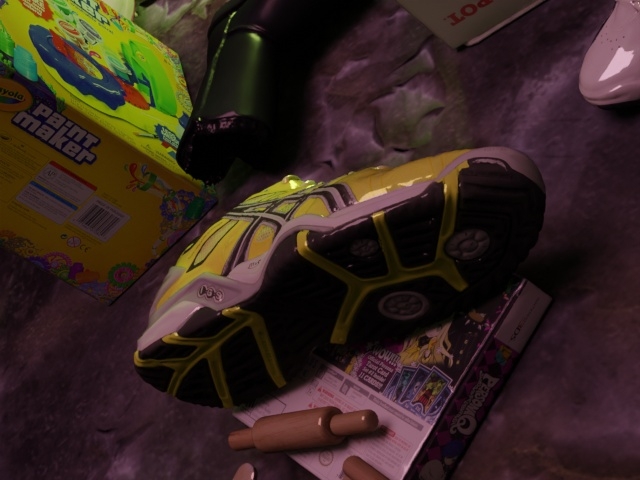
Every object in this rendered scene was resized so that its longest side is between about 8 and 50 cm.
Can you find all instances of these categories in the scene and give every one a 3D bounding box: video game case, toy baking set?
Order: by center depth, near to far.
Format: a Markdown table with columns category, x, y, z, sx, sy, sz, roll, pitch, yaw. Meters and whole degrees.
| category | x | y | z | sx | sy | sz | roll | pitch | yaw |
| --- | --- | --- | --- | --- | --- | --- | --- | --- | --- |
| toy baking set | -0.042 | 0.222 | 1.153 | 0.256 | 0.030 | 0.197 | -10 | 60 | 48 |
| video game case | 0.048 | 0.094 | 1.198 | 0.232 | 0.042 | 0.210 | 25 | 83 | 55 |

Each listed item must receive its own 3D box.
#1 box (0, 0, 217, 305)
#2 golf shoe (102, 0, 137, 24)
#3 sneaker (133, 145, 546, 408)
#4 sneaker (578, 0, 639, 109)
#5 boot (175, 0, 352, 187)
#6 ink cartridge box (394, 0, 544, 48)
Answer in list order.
| category | x | y | z | sx | sy | sz | roll | pitch | yaw |
| --- | --- | --- | --- | --- | --- | --- | --- | --- | --- |
| box | -0.289 | -0.135 | 1.565 | 0.177 | 0.290 | 0.279 | -42 | 38 | 19 |
| golf shoe | -0.325 | -0.199 | 1.792 | 0.115 | 0.140 | 0.306 | 5 | 66 | 53 |
| sneaker | 0.000 | 0.000 | 1.171 | 0.384 | 0.145 | 0.147 | -24 | 45 | 34 |
| sneaker | 0.242 | -0.222 | 1.118 | 0.235 | 0.153 | 0.094 | -48 | 34 | 11 |
| boot | -0.040 | -0.178 | 1.469 | 0.246 | 0.094 | 0.207 | -32 | 38 | 41 |
| ink cartridge box | 0.098 | -0.320 | 1.253 | 0.211 | 0.289 | 0.121 | -28 | 41 | 34 |
